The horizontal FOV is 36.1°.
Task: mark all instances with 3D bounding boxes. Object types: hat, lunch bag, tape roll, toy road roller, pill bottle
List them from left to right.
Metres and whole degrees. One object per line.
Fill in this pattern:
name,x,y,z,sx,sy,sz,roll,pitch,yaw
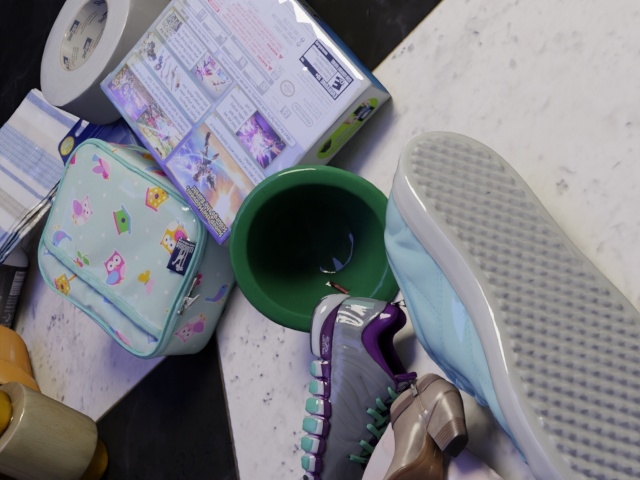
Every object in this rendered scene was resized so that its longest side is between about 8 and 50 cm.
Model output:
pill bottle,-0.607,0.075,1.727,0.162,0.162,0.279,17,91,53
toy road roller,-0.484,0.314,1.386,0.329,0.202,0.240,-47,38,6
tape roll,-0.302,-0.275,1.373,0.219,0.072,0.219,-23,56,40
lunch bag,-0.231,0.014,1.243,0.279,0.108,0.224,33,104,33
hat,0.000,0.000,1.074,0.208,0.183,0.173,8,98,10

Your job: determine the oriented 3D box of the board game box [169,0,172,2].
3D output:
board game box,-0.232,-0.388,1.471,0.253,0.079,0.336,24,97,53

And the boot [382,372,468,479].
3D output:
boot,0.077,0.169,0.830,0.118,0.042,0.087,-43,29,7

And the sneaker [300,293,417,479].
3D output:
sneaker,0.041,0.162,0.925,0.098,0.083,0.224,-2,87,28

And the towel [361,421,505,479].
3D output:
towel,0.108,0.347,0.788,0.332,0.053,0.317,32,104,53

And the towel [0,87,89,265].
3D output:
towel,-0.504,-0.112,1.636,0.209,0.034,0.285,32,80,32

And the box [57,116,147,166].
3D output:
box,-0.292,-0.094,1.394,0.136,0.036,0.225,-43,59,23

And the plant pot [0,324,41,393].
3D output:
plant pot,-0.542,0.237,1.575,0.205,0.205,0.188,-56,24,23

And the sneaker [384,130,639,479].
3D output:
sneaker,0.158,0.085,0.786,0.150,0.135,0.366,102,152,-51

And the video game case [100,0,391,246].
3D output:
video game case,-0.093,-0.169,1.111,0.244,0.061,0.269,-45,67,16
